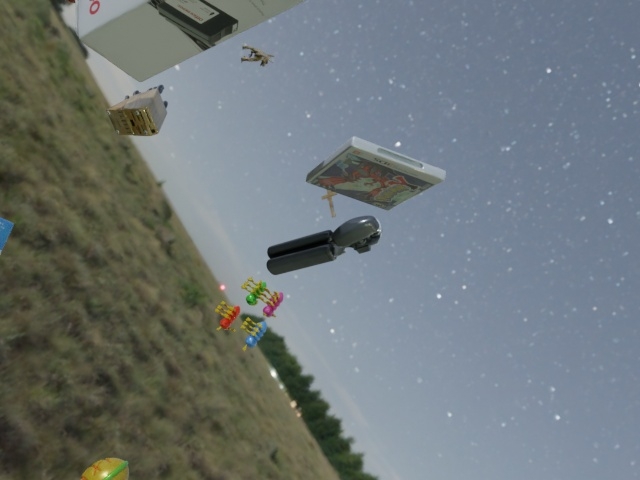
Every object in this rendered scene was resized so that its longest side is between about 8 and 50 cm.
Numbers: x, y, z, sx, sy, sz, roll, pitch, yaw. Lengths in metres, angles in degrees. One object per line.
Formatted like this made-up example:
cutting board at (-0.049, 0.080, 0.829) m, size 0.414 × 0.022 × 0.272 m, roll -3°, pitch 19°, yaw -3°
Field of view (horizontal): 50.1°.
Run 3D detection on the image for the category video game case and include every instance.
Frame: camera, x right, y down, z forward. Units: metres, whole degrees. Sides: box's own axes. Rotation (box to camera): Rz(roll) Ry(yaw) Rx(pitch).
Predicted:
video game case at (0.094, -0.113, 1.226) m, size 0.183 × 0.023 × 0.201 m, roll 18°, pitch -19°, yaw -19°

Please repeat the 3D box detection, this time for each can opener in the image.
can opener at (0.000, 0.000, 1.515) m, size 0.095 × 0.283 × 0.076 m, roll 54°, pitch 27°, yaw -46°

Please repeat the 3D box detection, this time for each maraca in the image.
maraca at (-0.542, 0.597, 1.652) m, size 0.099 × 0.185 × 0.127 m, roll 50°, pitch -6°, yaw 7°

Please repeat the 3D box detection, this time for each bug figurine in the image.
bug figurine at (-0.215, 0.228, 2.150) m, size 0.072 × 0.216 × 0.279 m, roll 45°, pitch -13°, yaw -31°

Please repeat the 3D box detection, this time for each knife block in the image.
knife block at (-0.526, -0.417, 2.136) m, size 0.275 × 0.242 × 0.088 m, roll 9°, pitch -51°, yaw 43°

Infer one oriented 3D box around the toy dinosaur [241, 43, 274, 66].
toy dinosaur at (-0.173, -0.518, 1.908) m, size 0.183 × 0.092 × 0.053 m, roll -129°, pitch -136°, yaw -76°

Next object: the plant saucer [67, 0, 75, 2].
plant saucer at (-0.618, -0.640, 1.721) m, size 0.013 × 0.083 × 0.083 m, roll 48°, pitch -14°, yaw 34°

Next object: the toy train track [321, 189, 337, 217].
toy train track at (0.029, -0.100, 1.781) m, size 0.014 × 0.048 × 0.083 m, roll 14°, pitch 62°, yaw -58°

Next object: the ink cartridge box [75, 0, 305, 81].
ink cartridge box at (-0.219, -0.493, 1.179) m, size 0.166 × 0.394 × 0.286 m, roll 34°, pitch 43°, yaw -56°

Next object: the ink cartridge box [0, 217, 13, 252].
ink cartridge box at (-0.868, 0.054, 1.521) m, size 0.129 × 0.308 × 0.223 m, roll 12°, pitch -13°, yaw 38°
